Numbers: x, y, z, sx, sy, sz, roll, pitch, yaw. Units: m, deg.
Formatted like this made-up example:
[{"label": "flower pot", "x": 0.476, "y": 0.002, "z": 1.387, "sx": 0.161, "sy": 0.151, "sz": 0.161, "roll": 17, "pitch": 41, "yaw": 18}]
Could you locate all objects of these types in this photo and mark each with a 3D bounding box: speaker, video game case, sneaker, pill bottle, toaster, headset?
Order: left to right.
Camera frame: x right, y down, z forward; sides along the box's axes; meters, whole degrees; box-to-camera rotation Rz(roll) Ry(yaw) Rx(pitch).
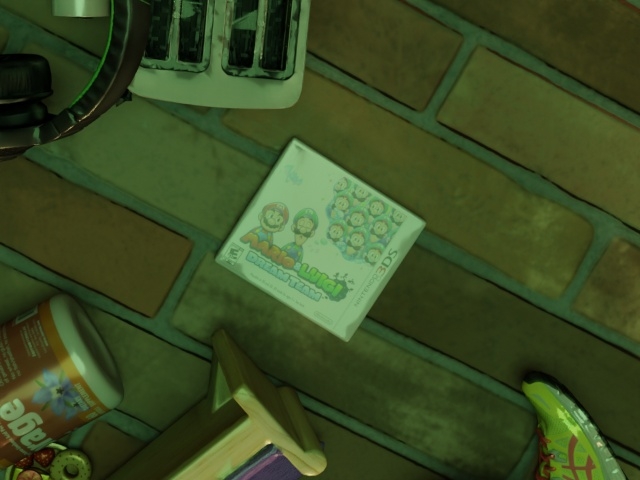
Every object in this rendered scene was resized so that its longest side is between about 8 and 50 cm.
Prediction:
[{"label": "headset", "x": -0.336, "y": -0.162, "z": 1.249, "sx": 0.394, "sy": 0.185, "sz": 0.243, "roll": -29, "pitch": 93, "yaw": 21}, {"label": "pill bottle", "x": -0.303, "y": 0.150, "z": 1.362, "sx": 0.216, "sy": 0.121, "sz": 0.121, "roll": -29, "pitch": 103, "yaw": 1}, {"label": "speaker", "x": -0.218, "y": -0.269, "z": 1.319, "sx": 0.055, "sy": 0.055, "sz": 0.136, "roll": -1, "pitch": 102, "yaw": -6}, {"label": "toaster", "x": -0.096, "y": -0.199, "z": 1.318, "sx": 0.168, "sy": 0.110, "sz": 0.185, "roll": 5, "pitch": 101, "yaw": -6}, {"label": "video game case", "x": 0.000, "y": 0.000, "z": 1.415, "sx": 0.157, "sy": 0.019, "sz": 0.143, "roll": 32, "pitch": 96, "yaw": -11}, {"label": "sneaker", "x": 0.246, "y": 0.226, "z": 1.456, "sx": 0.094, "sy": 0.081, "sz": 0.208, "roll": -31, "pitch": 103, "yaw": 3}]

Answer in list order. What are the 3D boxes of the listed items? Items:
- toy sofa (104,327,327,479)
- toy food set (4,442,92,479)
[{"label": "toy sofa", "x": -0.160, "y": 0.272, "z": 1.374, "sx": 0.362, "sy": 0.150, "sz": 0.177, "roll": -39, "pitch": 110, "yaw": 2}, {"label": "toy food set", "x": -0.269, "y": 0.239, "z": 1.435, "sx": 0.083, "sy": 0.020, "sz": 0.082, "roll": 14, "pitch": 100, "yaw": -9}]
